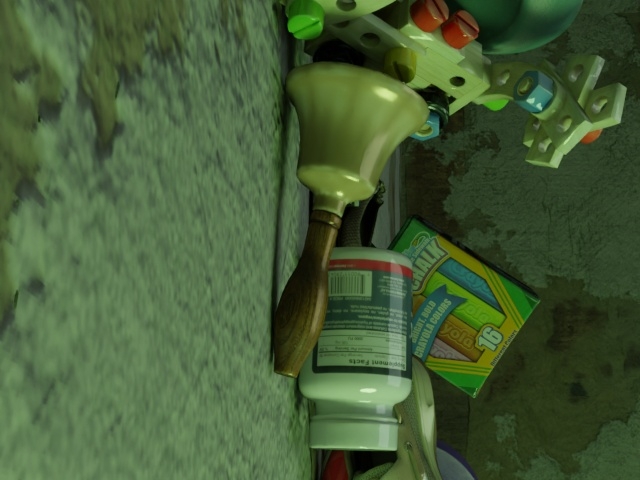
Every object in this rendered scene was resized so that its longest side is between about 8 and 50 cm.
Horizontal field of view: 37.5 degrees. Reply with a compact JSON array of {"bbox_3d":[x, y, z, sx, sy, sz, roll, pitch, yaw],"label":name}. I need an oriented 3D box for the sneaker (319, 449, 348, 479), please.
[{"bbox_3d":[0.032,0.322,0.974,0.128,0.087,0.221,-12,100,-84],"label":"sneaker"}]

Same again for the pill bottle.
[{"bbox_3d":[0.033,0.104,0.882,0.108,0.108,0.180,64,28,-74],"label":"pill bottle"}]

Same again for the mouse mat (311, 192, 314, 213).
[{"bbox_3d":[0.000,0.000,1.034,0.152,0.007,0.190,52,40,-79],"label":"mouse mat"}]

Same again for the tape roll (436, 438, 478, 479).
[{"bbox_3d":[0.099,0.321,1.091,0.080,0.189,0.189,37,53,-80],"label":"tape roll"}]

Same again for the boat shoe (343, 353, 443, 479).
[{"bbox_3d":[0.068,0.250,0.928,0.098,0.109,0.302,16,58,-39],"label":"boat shoe"}]

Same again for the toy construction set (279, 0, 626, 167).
[{"bbox_3d":[0.100,-0.185,0.803,0.215,0.327,0.151,-33,-153,45],"label":"toy construction set"}]

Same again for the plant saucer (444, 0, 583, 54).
[{"bbox_3d":[0.096,-0.286,0.863,0.044,0.317,0.317,-48,158,-16],"label":"plant saucer"}]

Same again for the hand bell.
[{"bbox_3d":[0.000,-0.008,0.766,0.126,0.126,0.242,68,36,-72],"label":"hand bell"}]

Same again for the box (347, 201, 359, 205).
[{"bbox_3d":[0.040,-0.128,1.268,0.094,0.027,0.137,-78,167,-52],"label":"box"}]

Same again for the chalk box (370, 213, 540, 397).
[{"bbox_3d":[0.159,0.076,1.436,0.179,0.289,0.180,-58,173,6],"label":"chalk box"}]

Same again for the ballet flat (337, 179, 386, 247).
[{"bbox_3d":[0.058,-0.011,1.293,0.250,0.058,0.084,-82,169,-49],"label":"ballet flat"}]
